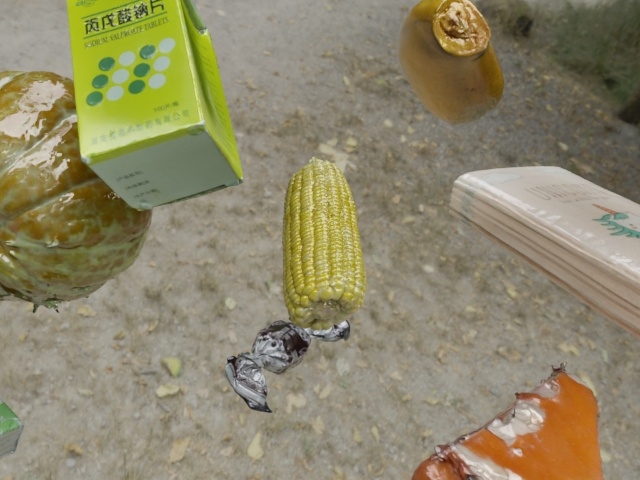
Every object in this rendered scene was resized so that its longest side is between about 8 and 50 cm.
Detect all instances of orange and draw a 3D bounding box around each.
[{"bbox_3d":[-0.393,-0.068,0.895,0.329,0.329,0.249,19,26,1],"label":"orange"}]

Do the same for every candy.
[{"bbox_3d":[-0.035,0.127,0.786,0.094,0.051,0.226,51,33,9],"label":"candy"}]

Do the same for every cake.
[{"bbox_3d":[0.158,0.174,0.536,0.135,0.098,0.287,31,25,11],"label":"cake"}]

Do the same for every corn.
[{"bbox_3d":[0.000,0.000,0.589,0.063,0.085,0.165,11,49,-17],"label":"corn"}]

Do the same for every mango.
[{"bbox_3d":[0.221,-0.307,1.114,0.187,0.144,0.359,38,0,25],"label":"mango"}]

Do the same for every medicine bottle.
[{"bbox_3d":[-0.194,-0.176,0.756,0.137,0.141,0.250,-18,66,6],"label":"medicine bottle"}]

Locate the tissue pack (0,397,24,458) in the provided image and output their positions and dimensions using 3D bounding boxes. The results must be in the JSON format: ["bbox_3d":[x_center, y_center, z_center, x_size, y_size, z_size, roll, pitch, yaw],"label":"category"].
[{"bbox_3d":[-0.628,0.271,1.085,0.229,0.145,0.159,39,24,15],"label":"tissue pack"}]

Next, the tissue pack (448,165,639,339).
[{"bbox_3d":[0.295,0.010,0.650,0.170,0.071,0.325,-8,31,-29],"label":"tissue pack"}]

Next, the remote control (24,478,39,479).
[{"bbox_3d":[-0.326,0.410,0.805,0.098,0.038,0.233,-42,106,-44],"label":"remote control"}]
